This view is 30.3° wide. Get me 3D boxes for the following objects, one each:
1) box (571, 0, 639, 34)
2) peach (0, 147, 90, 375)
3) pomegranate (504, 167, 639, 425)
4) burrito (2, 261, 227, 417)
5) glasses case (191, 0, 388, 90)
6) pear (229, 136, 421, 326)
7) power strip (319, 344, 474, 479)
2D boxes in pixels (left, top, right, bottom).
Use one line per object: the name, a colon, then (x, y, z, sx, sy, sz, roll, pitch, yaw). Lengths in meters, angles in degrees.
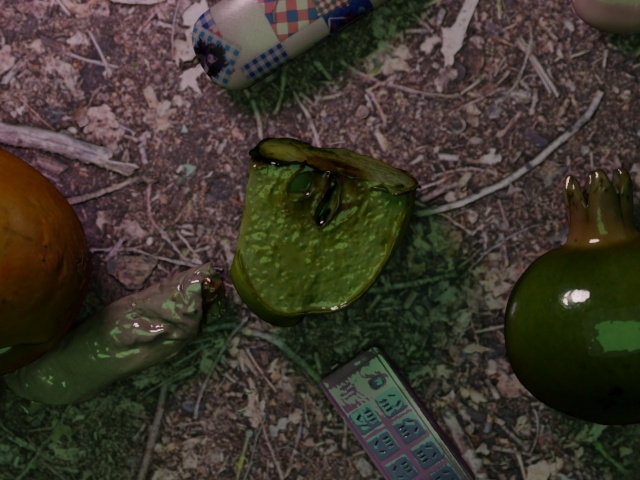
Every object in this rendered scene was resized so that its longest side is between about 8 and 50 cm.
box: (0.413, -0.377, 1.583, 0.146, 0.088, 0.200, 13, 100, 8)
peach: (-0.505, 0.014, 1.652, 0.373, 0.290, 0.372, -2, 67, 6)
pomegranate: (0.394, 0.081, 1.586, 0.310, 0.216, 0.358, -8, 96, 13)
burrito: (-0.306, 0.155, 1.771, 0.392, 0.076, 0.117, -27, 99, 13)
glasses case: (-0.030, -0.330, 1.660, 0.327, 0.076, 0.125, -30, 94, 12)
pear: (0.000, 0.000, 1.666, 0.238, 0.164, 0.255, 9, 105, -3)
power strip: (0.114, 0.283, 1.744, 0.109, 0.037, 0.279, -35, 92, 12)
